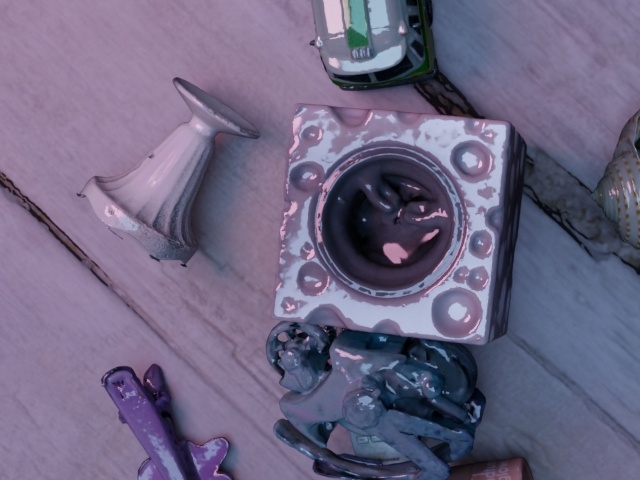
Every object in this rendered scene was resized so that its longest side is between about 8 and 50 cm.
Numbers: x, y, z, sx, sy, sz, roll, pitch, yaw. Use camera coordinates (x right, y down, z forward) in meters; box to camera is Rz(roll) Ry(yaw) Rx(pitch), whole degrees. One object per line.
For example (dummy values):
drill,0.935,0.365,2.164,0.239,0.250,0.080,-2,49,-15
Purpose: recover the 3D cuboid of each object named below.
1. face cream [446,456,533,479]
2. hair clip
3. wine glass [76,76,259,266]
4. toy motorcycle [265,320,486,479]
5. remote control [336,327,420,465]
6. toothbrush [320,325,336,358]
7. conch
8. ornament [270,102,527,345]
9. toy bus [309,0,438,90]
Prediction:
face cream,0.206,0.340,1.561,0.104,0.149,0.149,-11,94,14
hair clip,-0.191,0.274,1.694,0.137,0.090,0.278,-27,98,3
wine glass,-0.183,-0.090,1.608,0.165,0.165,0.196,34,97,8
toy motorcycle,0.062,0.195,1.545,0.260,0.154,0.206,5,114,15
remote control,0.074,0.177,1.630,0.097,0.045,0.256,-5,93,8
toothbrush,0.001,0.000,1.637,0.030,0.030,0.304,-3,93,15
conch,0.399,-0.067,1.473,0.200,0.131,0.172,1,71,-24
ornament,0.098,-0.016,1.482,0.240,0.240,0.239,6,89,13
toy bus,0.050,-0.316,1.511,0.134,0.165,0.276,-7,95,16
